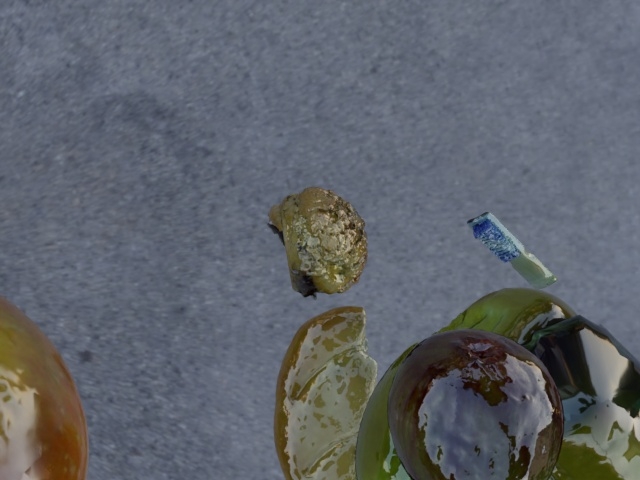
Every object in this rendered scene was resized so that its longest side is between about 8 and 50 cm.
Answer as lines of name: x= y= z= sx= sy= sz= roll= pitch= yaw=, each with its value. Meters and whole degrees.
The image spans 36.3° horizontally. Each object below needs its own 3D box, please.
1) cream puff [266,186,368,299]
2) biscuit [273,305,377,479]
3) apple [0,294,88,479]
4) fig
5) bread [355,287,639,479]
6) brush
cream puff: x=0.000 y=0.000 z=1.063 sx=0.104 sy=0.133 sz=0.119 roll=-14 pitch=81 yaw=-6
biscuit: x=0.018 y=0.239 z=1.214 sx=0.154 sy=0.045 sz=0.299 roll=-16 pitch=86 yaw=2
apple: x=-0.235 y=0.105 z=0.480 sx=0.235 sy=0.173 sz=0.210 roll=41 pitch=50 yaw=19
fig: x=0.095 y=0.133 z=0.625 sx=0.103 sy=0.109 sz=0.155 roll=-39 pitch=139 yaw=-57
bread: x=0.201 y=0.201 z=0.824 sx=0.251 sy=0.208 sz=0.376 roll=-41 pitch=124 yaw=17
brush: x=0.239 y=0.020 z=1.189 sx=0.178 sy=0.033 sz=0.030 roll=37 pitch=26 yaw=-39
